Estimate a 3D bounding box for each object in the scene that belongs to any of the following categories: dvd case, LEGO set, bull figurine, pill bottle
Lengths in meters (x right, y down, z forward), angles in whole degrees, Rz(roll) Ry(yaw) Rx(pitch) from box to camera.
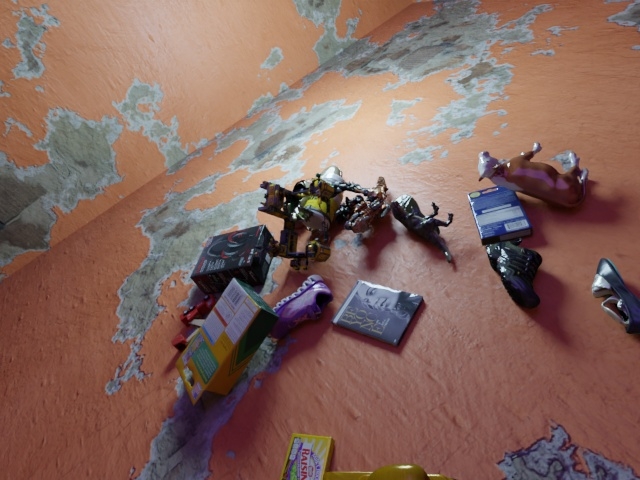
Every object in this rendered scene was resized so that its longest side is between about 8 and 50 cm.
[{"bbox_3d":[0.156,0.197,1.158,0.221,0.018,0.164,10,52,41],"label":"dvd case"},{"bbox_3d":[-0.098,-0.074,1.371,0.255,0.192,0.331,4,82,39],"label":"LEGO set"},{"bbox_3d":[0.625,-0.198,1.210,0.310,0.101,0.188,34,67,27],"label":"bull figurine"},{"bbox_3d":[0.015,-0.146,1.551,0.119,0.119,0.209,3,54,35],"label":"pill bottle"}]

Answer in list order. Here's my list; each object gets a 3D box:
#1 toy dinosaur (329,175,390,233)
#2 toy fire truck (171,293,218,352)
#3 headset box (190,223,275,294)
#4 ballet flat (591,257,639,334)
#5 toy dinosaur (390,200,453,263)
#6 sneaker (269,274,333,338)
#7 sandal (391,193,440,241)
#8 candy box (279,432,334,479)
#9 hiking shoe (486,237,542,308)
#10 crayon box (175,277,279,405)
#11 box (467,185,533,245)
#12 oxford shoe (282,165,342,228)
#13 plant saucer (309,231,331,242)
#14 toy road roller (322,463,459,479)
[{"bbox_3d":[0.156,-0.128,1.459,0.218,0.164,0.322,7,19,29],"label":"toy dinosaur"},{"bbox_3d":[-0.426,0.280,1.416,0.192,0.047,0.135,-35,37,-10],"label":"toy fire truck"},{"bbox_3d":[-0.334,0.074,1.544,0.293,0.110,0.218,-11,41,22],"label":"headset box"},{"bbox_3d":[0.639,0.120,0.893,0.074,0.074,0.203,-19,40,14],"label":"ballet flat"},{"bbox_3d":[0.334,-0.052,1.249,0.118,0.064,0.268,-43,57,-1],"label":"toy dinosaur"},{"bbox_3d":[-0.053,0.208,1.227,0.236,0.095,0.104,-42,46,-19],"label":"sneaker"},{"bbox_3d":[0.310,-0.067,1.342,0.090,0.060,0.219,-38,52,-3],"label":"sandal"},{"bbox_3d":[-0.040,0.529,0.888,0.105,0.027,0.206,-5,43,23],"label":"candy box"},{"bbox_3d":[0.503,0.068,1.025,0.114,0.086,0.227,-24,36,12],"label":"hiking shoe"},{"bbox_3d":[-0.281,0.298,1.213,0.323,0.083,0.203,-55,40,-1],"label":"crayon box"},{"bbox_3d":[0.529,-0.083,1.227,0.136,0.036,0.225,-14,39,18],"label":"box"},{"bbox_3d":[-0.026,-0.208,1.658,0.123,0.130,0.348,8,50,39],"label":"oxford shoe"},{"bbox_3d":[0.000,0.000,1.495,0.083,0.013,0.083,-18,37,14],"label":"plant saucer"},{"bbox_3d":[0.103,0.478,0.674,0.329,0.241,0.203,-13,39,21],"label":"toy road roller"}]
